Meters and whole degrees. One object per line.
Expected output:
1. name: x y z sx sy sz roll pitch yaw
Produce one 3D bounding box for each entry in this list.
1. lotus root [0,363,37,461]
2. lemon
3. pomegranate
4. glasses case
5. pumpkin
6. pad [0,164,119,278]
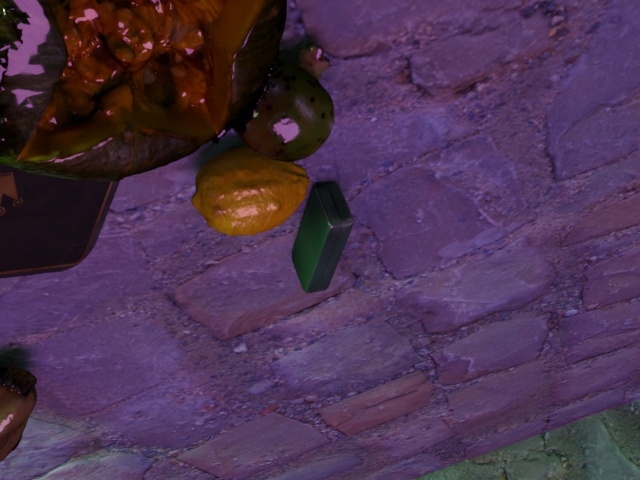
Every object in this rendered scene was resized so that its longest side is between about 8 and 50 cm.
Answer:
1. lotus root: -0.557 0.293 1.255 0.257 0.140 0.154 -43 128 18
2. lemon: -0.088 -0.064 0.974 0.155 0.114 0.114 -15 148 -13
3. pomegranate: -0.043 -0.154 0.870 0.130 0.130 0.130 -13 147 -8
4. glasses case: 0.000 0.000 1.145 0.039 0.078 0.184 -9 147 -21
5. pumpkin: -0.175 -0.194 0.629 0.320 0.192 0.320 -24 144 -19
6. pad: -0.313 -0.068 0.747 0.375 0.063 0.315 -8 129 -56
